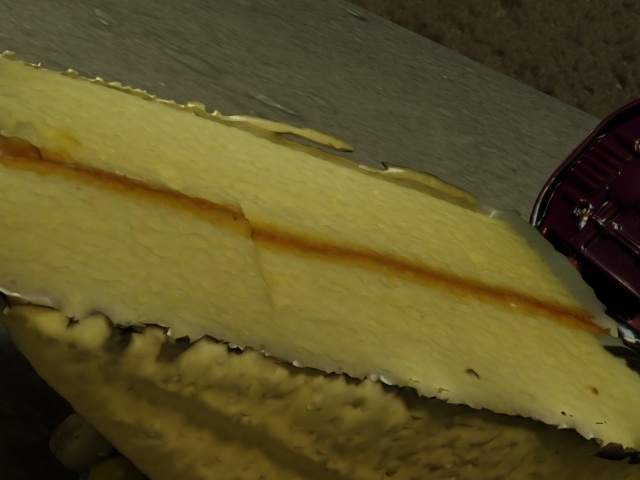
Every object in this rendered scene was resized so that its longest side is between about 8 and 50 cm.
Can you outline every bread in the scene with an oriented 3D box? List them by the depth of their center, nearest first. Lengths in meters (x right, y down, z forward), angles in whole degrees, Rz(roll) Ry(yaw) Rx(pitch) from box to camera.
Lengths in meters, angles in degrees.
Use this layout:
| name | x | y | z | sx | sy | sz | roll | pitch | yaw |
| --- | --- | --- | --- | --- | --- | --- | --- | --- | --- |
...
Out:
| name | x | y | z | sx | sy | sz | roll | pitch | yaw |
| --- | --- | --- | --- | --- | --- | --- | --- | --- | --- |
| bread | 0.000 | 0.000 | 0.811 | 0.405 | 0.242 | 0.345 | 58 | 0 | -39 |

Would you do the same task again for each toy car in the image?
| name | x | y | z | sx | sy | sz | roll | pitch | yaw |
| --- | --- | --- | --- | --- | --- | --- | --- | --- | --- |
| toy car | 0.371 | 0.027 | 1.532 | 0.240 | 0.271 | 0.340 | 40 | 5 | -36 |

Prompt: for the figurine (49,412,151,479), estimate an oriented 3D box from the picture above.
| name | x | y | z | sx | sy | sz | roll | pitch | yaw |
| --- | --- | --- | --- | --- | --- | --- | --- | --- | --- |
| figurine | -0.089 | 0.110 | 0.800 | 0.083 | 0.047 | 0.050 | 7 | 36 | -43 |
